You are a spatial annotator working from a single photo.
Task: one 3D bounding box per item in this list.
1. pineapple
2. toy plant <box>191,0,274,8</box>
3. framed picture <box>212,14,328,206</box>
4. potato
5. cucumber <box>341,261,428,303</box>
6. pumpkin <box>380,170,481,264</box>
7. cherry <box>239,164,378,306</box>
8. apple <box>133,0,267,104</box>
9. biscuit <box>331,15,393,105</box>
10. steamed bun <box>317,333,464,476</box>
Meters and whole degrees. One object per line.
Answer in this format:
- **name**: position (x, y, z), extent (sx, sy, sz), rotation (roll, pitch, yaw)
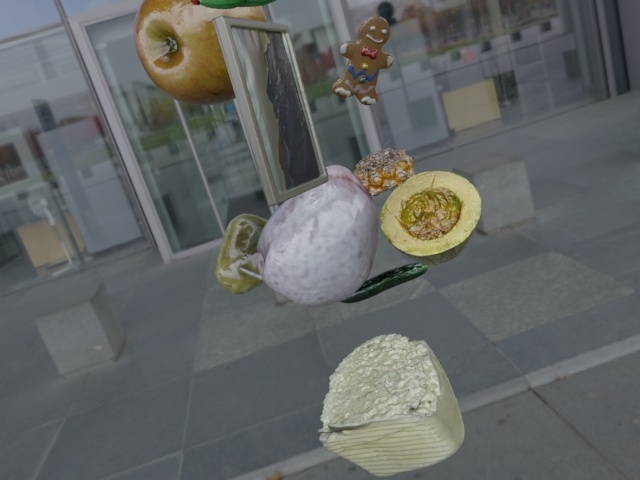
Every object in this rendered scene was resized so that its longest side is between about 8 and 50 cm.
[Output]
- **pineapple**: position (0.186, -0.218, 1.744), extent (0.224, 0.076, 0.225), rotation (-18, 33, 12)
- **toy plant**: position (-0.204, -0.539, 1.214), extent (0.240, 0.088, 0.155), rotation (-12, 54, -11)
- **framed picture**: position (-0.064, -0.199, 0.869), extent (0.018, 0.265, 0.192), rotation (-11, 12, 28)
- **potato**: position (-0.242, 0.047, 1.920), extent (0.173, 0.210, 0.307), rotation (122, 172, -53)
- **cucumber**: position (0.169, 0.120, 1.597), extent (0.284, 0.056, 0.056), rotation (-24, 12, 22)
- **pumpkin**: position (0.246, -0.035, 1.247), extent (0.217, 0.110, 0.217), rotation (-14, 47, 15)
- **cherry**: position (-0.007, 0.003, 1.404), extent (0.291, 0.335, 0.326), rotation (36, 43, 19)
- **apple**: position (-0.350, -0.588, 1.688), extent (0.400, 0.400, 0.333), rotation (-10, 30, 24)
- **biscuit**: position (0.108, -0.433, 1.376), extent (0.138, 0.205, 0.031), rotation (14, 21, -18)
- **steamed bun**: position (0.161, 0.350, 1.271), extent (0.290, 0.273, 0.272), rotation (-22, 36, 33)
